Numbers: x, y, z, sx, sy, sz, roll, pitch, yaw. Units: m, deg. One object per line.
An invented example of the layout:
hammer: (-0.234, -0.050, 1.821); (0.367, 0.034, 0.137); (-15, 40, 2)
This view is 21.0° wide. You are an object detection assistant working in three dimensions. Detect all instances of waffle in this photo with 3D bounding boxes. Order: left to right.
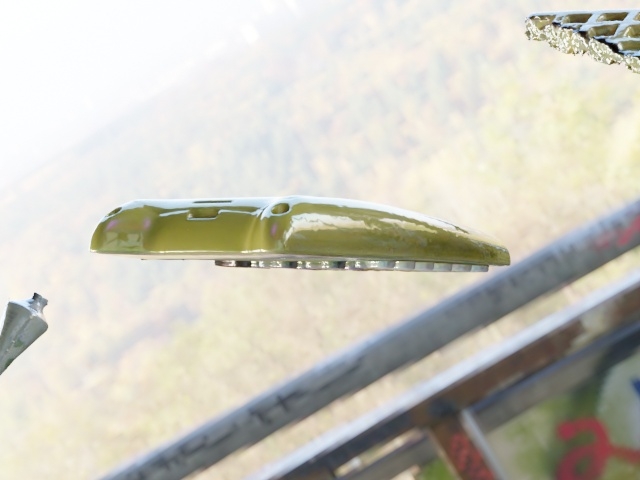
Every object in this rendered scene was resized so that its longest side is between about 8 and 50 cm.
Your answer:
waffle: (0.191, -0.132, 1.179); (0.153, 0.023, 0.097); (4, 29, 32)

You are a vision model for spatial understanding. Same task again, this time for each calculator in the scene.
calculator: (0.000, 0.000, 0.907); (0.157, 0.033, 0.236); (-1, -5, 34)

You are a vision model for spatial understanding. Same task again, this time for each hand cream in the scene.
hand cream: (-0.248, 0.108, 1.247); (0.165, 0.037, 0.057); (-57, 17, -9)
